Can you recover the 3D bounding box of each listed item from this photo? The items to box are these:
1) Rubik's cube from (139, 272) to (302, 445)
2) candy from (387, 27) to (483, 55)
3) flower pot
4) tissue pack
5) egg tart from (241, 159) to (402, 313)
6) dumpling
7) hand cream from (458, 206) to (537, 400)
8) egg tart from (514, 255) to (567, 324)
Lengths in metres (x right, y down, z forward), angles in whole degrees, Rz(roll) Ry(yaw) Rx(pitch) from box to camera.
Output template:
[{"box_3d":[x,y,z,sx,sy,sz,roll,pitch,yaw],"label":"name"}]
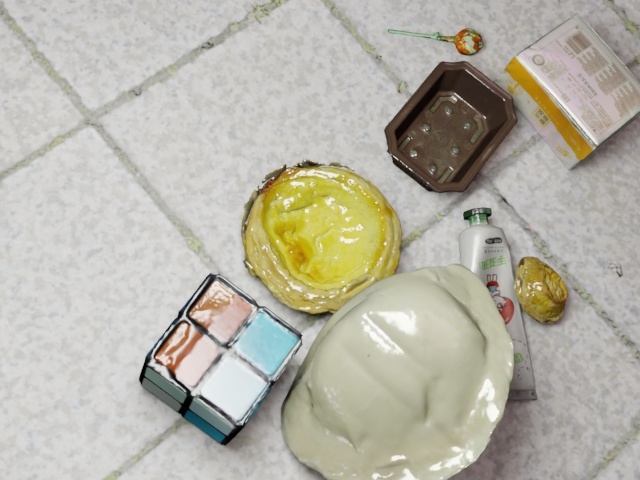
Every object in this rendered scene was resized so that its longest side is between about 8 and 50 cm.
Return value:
[{"box_3d":[-0.155,0.184,1.486,0.180,0.167,0.183,34,68,0],"label":"Rubik's cube"},{"box_3d":[0.219,-0.387,1.848,0.184,0.049,0.056,8,40,-3],"label":"candy"},{"box_3d":[0.225,-0.192,1.751,0.179,0.084,0.251,39,68,2],"label":"flower pot"},{"box_3d":[0.470,-0.276,1.812,0.185,0.124,0.225,-35,81,-21],"label":"tissue pack"},{"box_3d":[0.000,0.000,1.630,0.278,0.095,0.279,3,67,-7],"label":"egg tart"},{"box_3d":[0.120,0.222,1.475,0.395,0.233,0.316,-35,52,2],"label":"dumpling"},{"box_3d":[0.297,0.109,1.671,0.121,0.076,0.336,0,74,-29],"label":"hand cream"},{"box_3d":[0.389,0.081,1.688,0.128,0.049,0.129,18,59,-33],"label":"egg tart"}]
